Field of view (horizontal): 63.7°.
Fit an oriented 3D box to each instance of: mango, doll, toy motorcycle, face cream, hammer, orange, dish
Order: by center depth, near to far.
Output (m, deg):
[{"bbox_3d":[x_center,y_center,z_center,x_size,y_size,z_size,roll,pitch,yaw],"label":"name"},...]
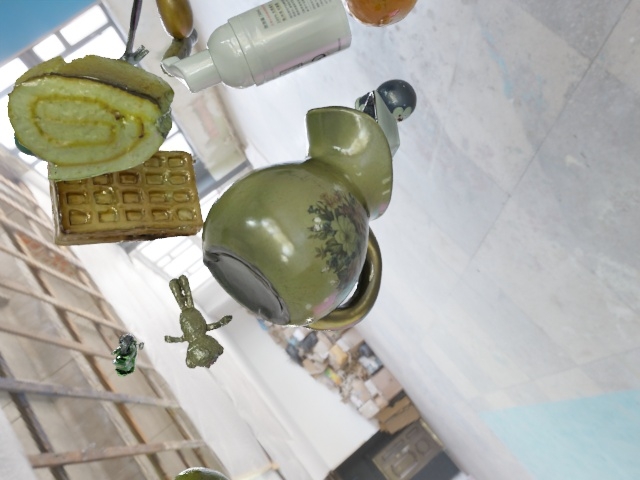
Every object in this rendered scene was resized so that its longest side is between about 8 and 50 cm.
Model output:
[{"bbox_3d":[-0.132,-0.387,1.045,0.145,0.369,0.145,155,90,-88],"label":"face cream"},{"bbox_3d":[-0.432,-0.512,1.208,0.029,0.103,0.246,43,134,7],"label":"hammer"},{"bbox_3d":[0.142,-0.240,1.334,0.243,0.080,0.182,116,153,-61],"label":"dish"},{"bbox_3d":[-0.568,0.339,1.505,0.074,0.106,0.190,18,153,-5],"label":"toy motorcycle"},{"bbox_3d":[0.176,-0.752,1.513,0.246,0.246,0.246,50,171,11],"label":"orange"},{"bbox_3d":[-0.441,-0.709,1.514,0.136,0.099,0.228,-92,-13,-52],"label":"mango"},{"bbox_3d":[-0.410,0.262,1.623,0.286,0.203,0.091,45,148,-4],"label":"doll"}]

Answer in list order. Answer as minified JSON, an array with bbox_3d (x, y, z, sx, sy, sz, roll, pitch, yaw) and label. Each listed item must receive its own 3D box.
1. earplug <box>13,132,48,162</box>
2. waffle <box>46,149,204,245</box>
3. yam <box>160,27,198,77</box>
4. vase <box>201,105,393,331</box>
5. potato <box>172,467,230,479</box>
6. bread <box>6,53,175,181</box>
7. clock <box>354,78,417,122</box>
[{"bbox_3d":[-0.510,-0.248,1.038,0.257,0.280,0.164,-4,122,32],"label":"earplug"},{"bbox_3d":[-0.445,-0.105,1.195,0.098,0.327,0.224,-25,73,53],"label":"waffle"},{"bbox_3d":[-0.435,-0.593,1.600,0.317,0.067,0.071,-89,2,-50],"label":"yam"},{"bbox_3d":[0.000,0.000,0.814,0.240,0.302,0.329,3,134,47],"label":"vase"},{"bbox_3d":[-0.272,0.671,1.273,0.248,0.169,0.143,33,129,21],"label":"potato"},{"bbox_3d":[-0.373,-0.206,0.862,0.124,0.257,0.186,-120,29,-48],"label":"bread"},{"bbox_3d":[0.226,-0.477,1.812,0.243,0.199,0.147,2,105,61],"label":"clock"}]
